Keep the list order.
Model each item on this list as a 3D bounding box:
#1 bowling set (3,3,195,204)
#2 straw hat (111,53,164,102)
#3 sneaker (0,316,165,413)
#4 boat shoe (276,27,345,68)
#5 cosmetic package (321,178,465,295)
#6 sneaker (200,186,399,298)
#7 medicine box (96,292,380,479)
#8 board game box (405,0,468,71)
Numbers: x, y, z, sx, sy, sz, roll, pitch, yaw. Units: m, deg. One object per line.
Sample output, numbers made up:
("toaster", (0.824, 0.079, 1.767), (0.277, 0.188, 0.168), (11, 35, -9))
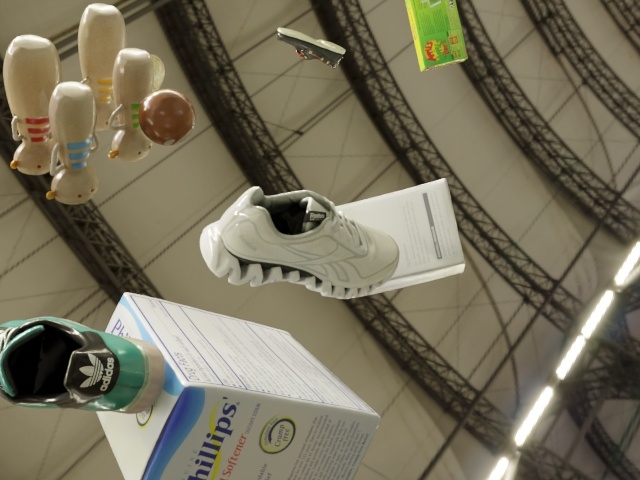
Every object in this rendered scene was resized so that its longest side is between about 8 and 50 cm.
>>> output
("bowling set", (-0.231, -0.102, 0.658), (0.287, 0.199, 0.154), (-48, -18, -47))
("straw hat", (-0.300, -0.238, 1.099), (0.144, 0.061, 0.144), (-41, -17, -15))
("sneaker", (-0.319, 0.129, 0.736), (0.121, 0.302, 0.108), (31, -118, -53))
("boat shoe", (-0.019, -0.325, 1.119), (0.133, 0.049, 0.042), (9, -60, -37))
("cosmetic package", (0.114, 0.009, 1.091), (0.224, 0.224, 0.138), (27, -128, -77))
("sneaker", (0.000, 0.000, 0.839), (0.292, 0.110, 0.118), (6, -44, -37))
("medicine box", (-0.121, 0.210, 0.867), (0.289, 0.263, 0.149), (19, -83, -34))
("board game box", (0.233, -0.447, 1.347), (0.092, 0.043, 0.181), (-14, -85, 0))
